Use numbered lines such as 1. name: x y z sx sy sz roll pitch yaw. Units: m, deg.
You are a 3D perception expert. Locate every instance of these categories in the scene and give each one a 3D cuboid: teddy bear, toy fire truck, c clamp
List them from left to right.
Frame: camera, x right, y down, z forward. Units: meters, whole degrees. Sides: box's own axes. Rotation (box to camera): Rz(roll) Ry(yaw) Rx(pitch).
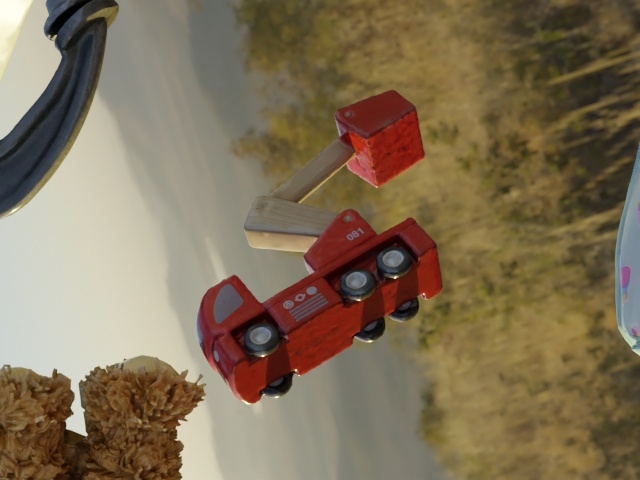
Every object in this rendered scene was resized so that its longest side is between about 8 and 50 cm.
1. c clamp: -0.119 -0.091 0.415 0.161 0.137 0.022 53 -160 3
2. teddy bear: -0.175 0.215 0.994 0.338 0.245 0.113 -65 32 29
3. toy fire truck: 0.000 0.000 0.810 0.135 0.192 0.047 49 162 40

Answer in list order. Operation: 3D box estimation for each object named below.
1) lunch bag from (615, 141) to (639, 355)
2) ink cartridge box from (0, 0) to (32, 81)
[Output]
1. lunch bag: 0.292 -0.029 0.850 0.262 0.160 0.223 -68 15 -1
2. ink cartridge box: -0.282 -0.158 0.910 0.235 0.171 0.056 -53 50 46
